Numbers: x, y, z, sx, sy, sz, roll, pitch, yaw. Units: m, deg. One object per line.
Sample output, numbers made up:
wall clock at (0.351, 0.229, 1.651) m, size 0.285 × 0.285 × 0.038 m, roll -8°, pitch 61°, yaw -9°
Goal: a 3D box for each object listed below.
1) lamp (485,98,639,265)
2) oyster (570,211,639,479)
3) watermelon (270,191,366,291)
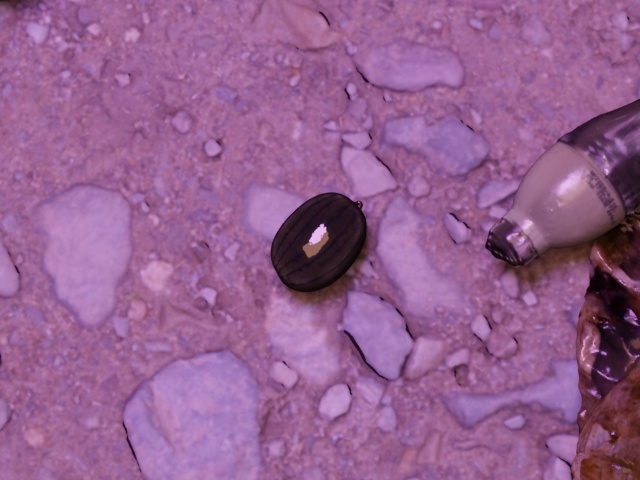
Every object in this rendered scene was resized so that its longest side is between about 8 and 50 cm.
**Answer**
lamp at (0.263, -0.063, 1.626) m, size 0.250 × 0.101 × 0.101 m, roll -40°, pitch 79°, yaw -7°
oyster at (0.298, 0.109, 1.603) m, size 0.166 × 0.094 × 0.294 m, roll -12°, pitch 74°, yaw 14°
watermelon at (0.000, 0.000, 1.661) m, size 0.078 × 0.078 × 0.111 m, roll 40°, pitch 88°, yaw 11°
